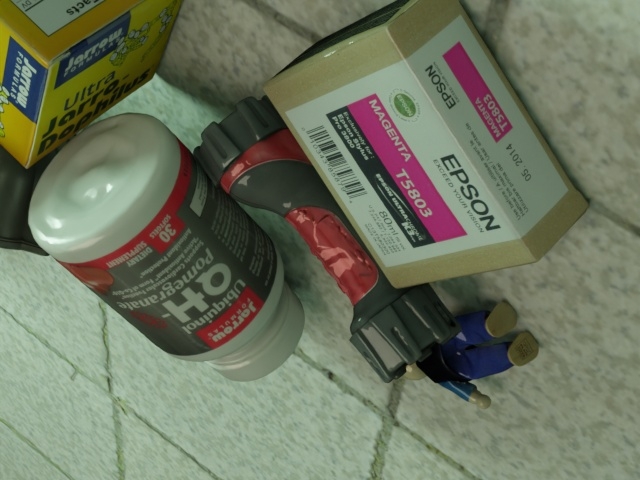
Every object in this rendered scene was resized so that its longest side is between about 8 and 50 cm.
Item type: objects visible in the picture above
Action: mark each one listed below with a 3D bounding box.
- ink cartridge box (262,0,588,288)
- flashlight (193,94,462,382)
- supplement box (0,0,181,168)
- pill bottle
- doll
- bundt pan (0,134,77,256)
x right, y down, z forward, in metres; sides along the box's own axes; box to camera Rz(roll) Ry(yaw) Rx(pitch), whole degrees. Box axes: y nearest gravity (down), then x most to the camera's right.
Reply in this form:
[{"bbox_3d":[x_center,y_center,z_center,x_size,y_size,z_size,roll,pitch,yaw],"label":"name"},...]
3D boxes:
[{"bbox_3d":[0.085,-0.082,0.988,0.234,0.088,0.193,56,148,-12],"label":"ink cartridge box"},{"bbox_3d":[0.000,0.000,1.119,0.103,0.103,0.304,-41,78,24],"label":"flashlight"},{"bbox_3d":[-0.339,-0.287,1.152,0.356,0.194,0.195,44,147,5],"label":"supplement box"},{"bbox_3d":[-0.149,0.023,1.238,0.176,0.176,0.318,13,155,41],"label":"pill bottle"},{"bbox_3d":[0.140,0.119,1.179,0.129,0.046,0.189,53,147,-8],"label":"doll"},{"bbox_3d":[-0.393,-0.097,1.298,0.331,0.331,0.124,25,97,31],"label":"bundt pan"}]
